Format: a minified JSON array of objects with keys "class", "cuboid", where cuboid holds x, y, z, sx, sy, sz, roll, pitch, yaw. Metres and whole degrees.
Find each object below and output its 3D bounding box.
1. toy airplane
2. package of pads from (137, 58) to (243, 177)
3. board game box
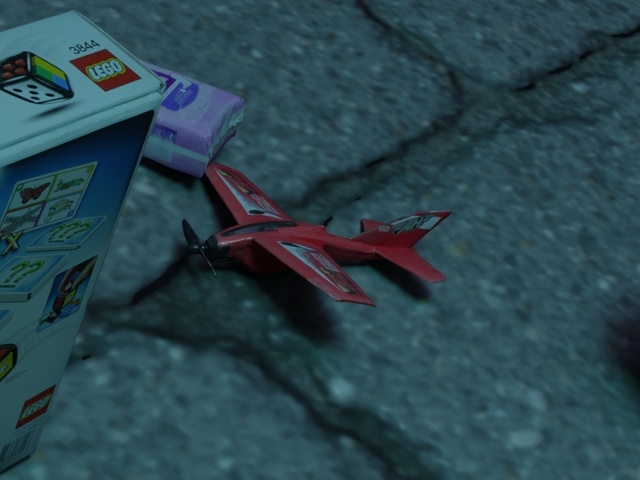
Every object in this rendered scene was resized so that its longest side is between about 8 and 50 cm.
[{"class":"toy airplane","cuboid":[0.000,0.000,0.766,0.151,0.028,0.151,10,26,-5]},{"class":"package of pads","cuboid":[-0.086,-0.067,0.792,0.083,0.032,0.050,21,34,9]},{"class":"board game box","cuboid":[-0.189,0.052,0.461,0.053,0.193,0.305,40,39,19]}]
